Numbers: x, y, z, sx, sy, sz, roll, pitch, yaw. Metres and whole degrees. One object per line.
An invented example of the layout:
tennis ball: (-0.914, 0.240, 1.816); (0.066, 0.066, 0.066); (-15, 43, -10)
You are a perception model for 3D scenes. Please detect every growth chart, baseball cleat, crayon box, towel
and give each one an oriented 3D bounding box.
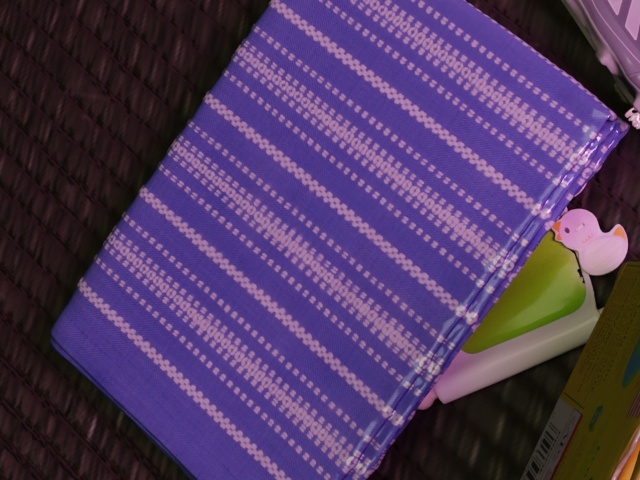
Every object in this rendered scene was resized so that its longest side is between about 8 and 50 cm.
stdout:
growth chart: (0.076, -0.020, 1.114); (0.172, 0.021, 0.237); (-34, 69, 16)
baseball cleat: (0.190, -0.142, 1.059); (0.109, 0.072, 0.206); (-35, 70, 8)
crayon box: (0.157, 0.115, 0.883); (0.081, 0.318, 0.202); (26, 92, 3)
towel: (0.000, 0.000, 1.119); (0.243, 0.040, 0.336); (40, 99, 27)
